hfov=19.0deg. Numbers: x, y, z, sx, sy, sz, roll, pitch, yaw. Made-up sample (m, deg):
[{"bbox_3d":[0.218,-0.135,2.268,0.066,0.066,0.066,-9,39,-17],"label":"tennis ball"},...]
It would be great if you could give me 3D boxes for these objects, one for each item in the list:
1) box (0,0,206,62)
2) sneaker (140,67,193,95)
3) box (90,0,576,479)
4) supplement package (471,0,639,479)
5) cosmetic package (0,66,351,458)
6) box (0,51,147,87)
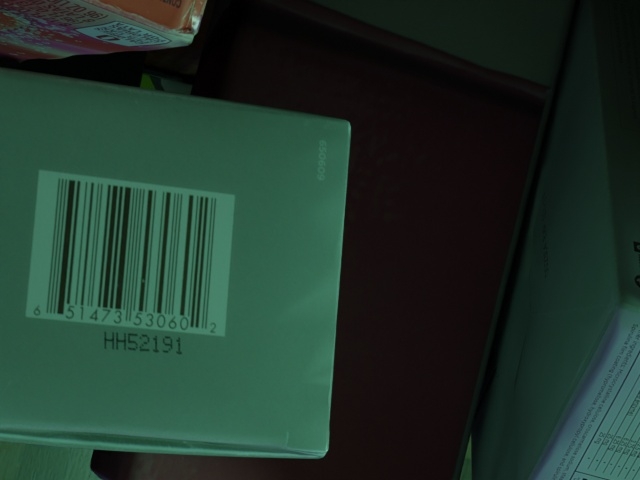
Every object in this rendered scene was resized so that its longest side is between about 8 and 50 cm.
[{"bbox_3d":[-0.144,-0.137,0.409,0.257,0.128,0.123,18,172,-34],"label":"box"},{"bbox_3d":[-0.052,-0.025,1.124,0.300,0.121,0.111,11,173,21],"label":"sneaker"},{"bbox_3d":[0.000,0.000,0.769,0.127,0.232,0.148,15,173,-9],"label":"box"},{"bbox_3d":[0.173,0.037,0.716,0.203,0.194,0.149,15,129,-7],"label":"supplement package"},{"bbox_3d":[-0.093,0.011,0.600,0.127,0.107,0.238,6,173,-21],"label":"cosmetic package"},{"bbox_3d":[-0.176,-0.100,0.736,0.153,0.108,0.207,11,180,-33],"label":"box"}]
